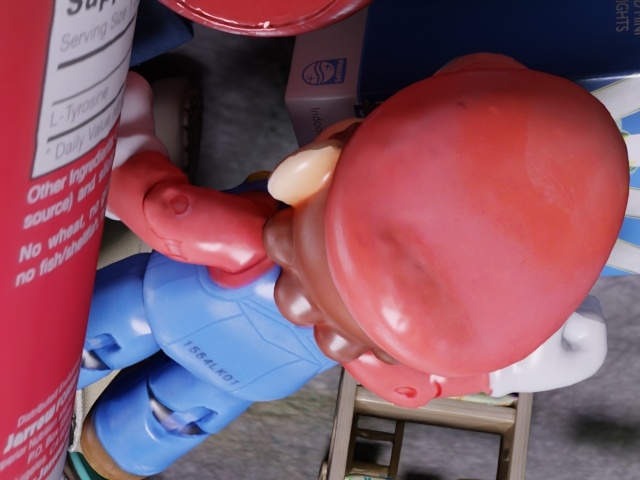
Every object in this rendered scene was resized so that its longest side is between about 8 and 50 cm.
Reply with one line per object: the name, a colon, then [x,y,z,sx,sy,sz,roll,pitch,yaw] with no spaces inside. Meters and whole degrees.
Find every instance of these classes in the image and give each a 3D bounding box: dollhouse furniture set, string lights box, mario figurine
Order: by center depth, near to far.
mario figurine: [0.000,0.000,0.742,0.320,0.170,0.198,-23,160,40]
string lights box: [0.126,-0.053,0.782,0.260,0.077,0.133,-4,136,14]
dollhouse furniture set: [0.094,0.140,1.036,0.182,0.101,0.161,9,165,-1]

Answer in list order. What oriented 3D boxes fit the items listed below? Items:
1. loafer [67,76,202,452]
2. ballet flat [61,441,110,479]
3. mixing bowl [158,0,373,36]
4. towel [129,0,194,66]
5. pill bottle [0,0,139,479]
loafer: [-0.118,0.018,0.901,0.092,0.102,0.268,11,131,-1]
ballet flat: [-0.139,0.256,1.160,0.106,0.107,0.316,-32,132,-1]
mixing bowl: [-0.023,-0.148,0.680,0.181,0.098,0.181,5,141,4]
towel: [-0.121,-0.105,0.802,0.119,0.029,0.067,-16,135,27]
pill bottle: [-0.182,-0.072,0.600,0.229,0.229,0.407,11,118,-3]
